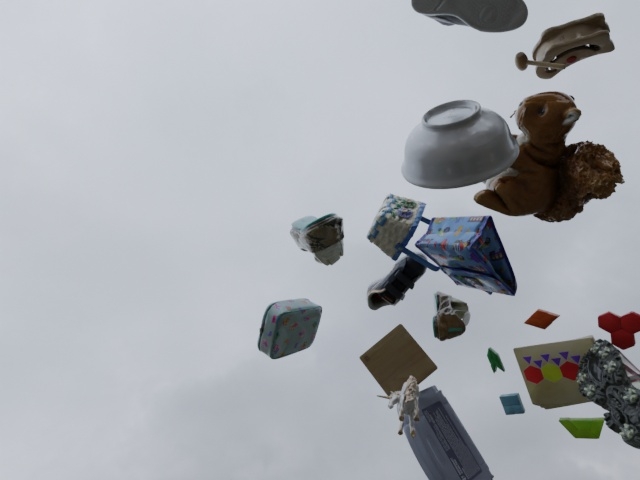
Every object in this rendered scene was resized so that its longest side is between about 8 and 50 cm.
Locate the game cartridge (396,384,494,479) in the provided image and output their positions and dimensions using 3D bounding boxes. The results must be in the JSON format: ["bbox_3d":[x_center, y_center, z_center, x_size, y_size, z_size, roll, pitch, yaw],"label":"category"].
[{"bbox_3d":[0.333,0.554,1.117,0.195,0.294,0.060,4,-43,-45],"label":"game cartridge"}]

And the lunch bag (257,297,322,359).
[{"bbox_3d":[-0.127,0.354,1.661,0.279,0.107,0.224,0,-70,-50],"label":"lunch bag"}]

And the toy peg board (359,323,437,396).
[{"bbox_3d":[0.227,0.363,1.213,0.161,0.161,0.079,-37,-24,-6],"label":"toy peg board"}]

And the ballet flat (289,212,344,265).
[{"bbox_3d":[0.000,0.000,1.459,0.163,0.483,0.182,-25,-83,-11],"label":"ballet flat"}]

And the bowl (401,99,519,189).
[{"bbox_3d":[0.340,-0.264,1.047,0.297,0.298,0.134,-19,-56,5],"label":"bowl"}]

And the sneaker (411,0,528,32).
[{"bbox_3d":[0.392,-0.595,1.051,0.146,0.295,0.105,-24,-45,-48],"label":"sneaker"}]

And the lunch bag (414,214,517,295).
[{"bbox_3d":[0.486,0.067,1.328,0.293,0.220,0.138,48,-113,-24],"label":"lunch bag"}]

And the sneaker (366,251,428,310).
[{"bbox_3d":[0.312,0.180,1.685,0.126,0.128,0.321,36,-55,-11],"label":"sneaker"}]

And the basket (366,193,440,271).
[{"bbox_3d":[0.335,-0.028,1.530,0.288,0.255,0.201,30,-50,-1],"label":"basket"}]

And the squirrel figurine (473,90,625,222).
[{"bbox_3d":[0.721,-0.260,1.300,0.396,0.281,0.371,27,-56,13],"label":"squirrel figurine"}]

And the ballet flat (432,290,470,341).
[{"bbox_3d":[0.456,0.255,1.439,0.123,0.342,0.116,-6,-85,16],"label":"ballet flat"}]

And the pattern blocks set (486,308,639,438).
[{"bbox_3d":[0.543,0.291,0.914,0.324,0.286,0.026,-13,-3,39],"label":"pattern blocks set"}]

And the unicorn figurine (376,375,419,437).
[{"bbox_3d":[0.172,0.334,0.840,0.060,0.111,0.162,18,-52,-5],"label":"unicorn figurine"}]

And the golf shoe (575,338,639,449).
[{"bbox_3d":[0.557,0.283,0.739,0.120,0.273,0.105,27,-68,4],"label":"golf shoe"}]

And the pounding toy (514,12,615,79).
[{"bbox_3d":[0.744,-0.552,1.264,0.269,0.155,0.154,-9,-19,24],"label":"pounding toy"}]
